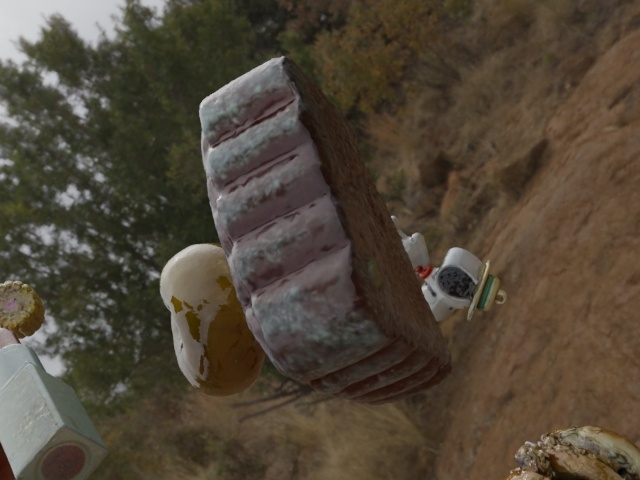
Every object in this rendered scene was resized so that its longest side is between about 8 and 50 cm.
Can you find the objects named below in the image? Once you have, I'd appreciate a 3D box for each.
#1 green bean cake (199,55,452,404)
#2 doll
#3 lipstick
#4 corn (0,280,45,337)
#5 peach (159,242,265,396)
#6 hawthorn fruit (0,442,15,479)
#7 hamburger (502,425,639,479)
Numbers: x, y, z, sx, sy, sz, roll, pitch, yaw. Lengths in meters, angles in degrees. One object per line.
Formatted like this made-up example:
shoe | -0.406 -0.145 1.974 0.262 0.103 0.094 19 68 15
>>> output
green bean cake | 0.000 0.000 0.547 0.097 0.232 0.198 -26 -23 15
doll | 0.239 0.056 1.548 0.208 0.271 0.144 -26 16 29
lipstick | -0.144 0.073 0.364 0.030 0.030 0.129 -49 40 -7
corn | -0.474 0.112 1.160 0.081 0.081 0.248 -65 11 -17
peach | -0.175 0.125 1.208 0.251 0.153 0.251 171 90 -75
hawthorn fruit | -0.513 0.246 0.910 0.276 0.308 0.276 -169 90 -86
hamburger | 0.461 0.463 1.297 0.211 0.245 0.261 -34 21 -28
